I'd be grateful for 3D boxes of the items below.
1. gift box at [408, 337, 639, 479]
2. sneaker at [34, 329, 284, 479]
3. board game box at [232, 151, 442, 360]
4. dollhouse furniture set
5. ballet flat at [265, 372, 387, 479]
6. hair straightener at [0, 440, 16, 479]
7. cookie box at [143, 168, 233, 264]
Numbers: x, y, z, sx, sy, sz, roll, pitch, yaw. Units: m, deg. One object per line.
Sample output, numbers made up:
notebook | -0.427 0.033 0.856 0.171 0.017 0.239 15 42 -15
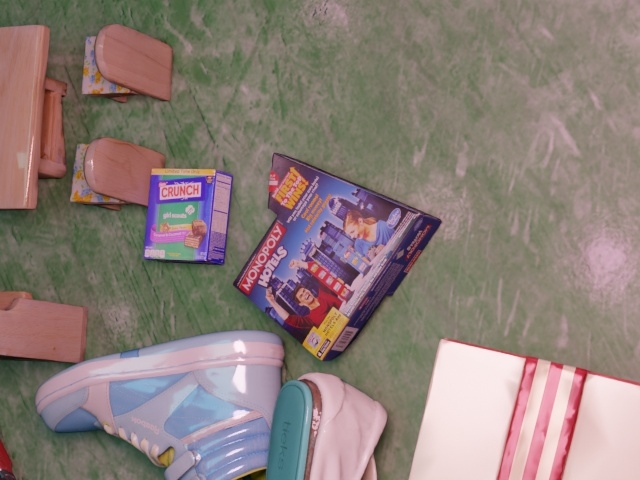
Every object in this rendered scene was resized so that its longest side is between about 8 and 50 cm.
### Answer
gift box | 0.211 0.246 1.535 0.255 0.276 0.258 13 85 16
sneaker | -0.179 0.227 1.813 0.319 0.127 0.208 -15 75 27
board game box | 0.000 0.000 1.784 0.194 0.060 0.194 40 102 28
dollhouse furniture set | -0.402 -0.063 1.899 0.362 0.256 0.394 0 83 28
ballet flat | -0.014 0.339 1.706 0.139 0.139 0.400 15 92 29
hair straightener | -0.397 0.310 1.971 0.089 0.047 0.230 -42 70 17
cookie box | -0.154 -0.028 1.882 0.091 0.040 0.107 2 83 29
